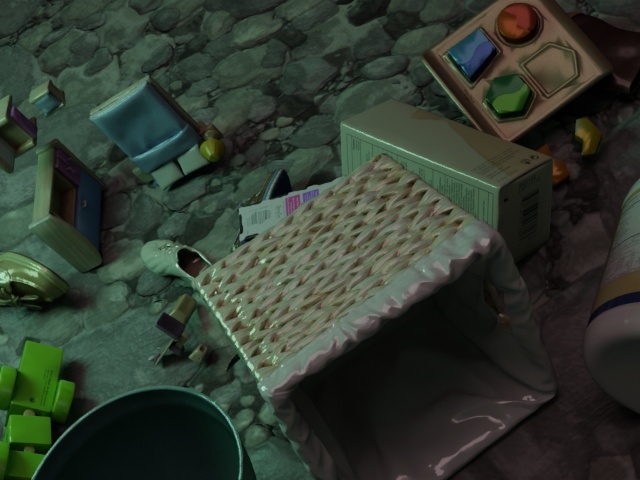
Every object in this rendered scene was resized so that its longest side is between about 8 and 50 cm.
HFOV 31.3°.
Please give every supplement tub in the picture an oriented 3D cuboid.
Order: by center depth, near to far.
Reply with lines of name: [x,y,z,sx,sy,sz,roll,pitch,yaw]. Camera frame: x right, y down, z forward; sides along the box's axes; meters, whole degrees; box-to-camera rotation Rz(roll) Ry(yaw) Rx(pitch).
supplement tub: [0.462,0.043,1.382,0.228,0.228,0.316,6,53,29]

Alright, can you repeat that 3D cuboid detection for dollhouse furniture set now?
dollhouse furniture set: [-0.214,0.149,1.762,0.081,0.091,0.114,-53,6,31]
dollhouse furniture set: [-0.346,-0.142,1.889,0.303,0.286,0.198,-27,43,17]

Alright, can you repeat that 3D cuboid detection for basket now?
basket: [0.071,0.119,1.430,0.331,0.328,0.266,-34,43,-6]

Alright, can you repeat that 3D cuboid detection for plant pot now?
plant pot: [-0.197,0.358,1.431,0.293,0.196,0.293,-13,46,14]

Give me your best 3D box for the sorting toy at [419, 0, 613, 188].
sorting toy: [0.325,-0.241,1.745,0.229,0.041,0.307,-35,68,-1]

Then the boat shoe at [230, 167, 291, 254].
boat shoe: [-0.101,-0.042,1.840,0.066,0.066,0.183,0,51,27]

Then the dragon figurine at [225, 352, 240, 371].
dragon figurine: [-0.027,0.081,1.638,0.289,0.144,0.085,-21,44,7]

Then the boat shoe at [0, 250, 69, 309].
boat shoe: [-0.536,0.079,1.920,0.285,0.104,0.089,2,55,39]

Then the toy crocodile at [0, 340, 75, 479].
toy crocodile: [-0.431,0.288,1.680,0.115,0.105,0.340,13,42,-19]

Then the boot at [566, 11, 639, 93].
boot: [0.387,-0.260,1.790,0.207,0.090,0.248,21,65,35]

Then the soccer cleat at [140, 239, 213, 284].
soccer cleat: [-0.223,0.031,1.824,0.196,0.076,0.068,25,64,39]

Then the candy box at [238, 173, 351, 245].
candy box: [0.000,0.000,1.684,0.196,0.165,0.070,-17,46,11]

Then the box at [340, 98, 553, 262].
box: [0.178,-0.088,1.675,0.121,0.148,0.311,-29,41,-34]
